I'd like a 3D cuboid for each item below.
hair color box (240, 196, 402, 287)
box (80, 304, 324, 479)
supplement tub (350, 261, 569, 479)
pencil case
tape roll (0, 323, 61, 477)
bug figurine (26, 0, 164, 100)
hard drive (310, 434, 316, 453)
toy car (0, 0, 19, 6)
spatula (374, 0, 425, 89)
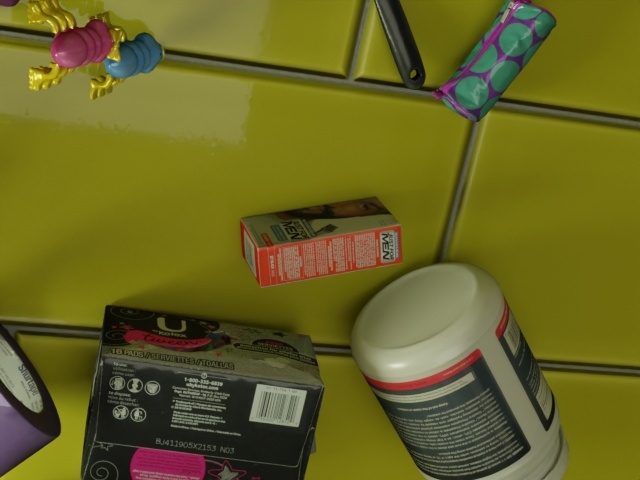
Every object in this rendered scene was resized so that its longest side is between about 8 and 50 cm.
[{"bbox_3d":[0.000,0.000,1.491,0.167,0.093,0.053,-9,114,-14],"label":"hair color box"},{"bbox_3d":[-0.136,0.184,1.484,0.247,0.142,0.163,9,109,-12],"label":"box"},{"bbox_3d":[0.171,0.180,1.563,0.191,0.191,0.272,-31,117,-3],"label":"supplement tub"},{"bbox_3d":[0.197,-0.207,1.481,0.070,0.064,0.152,30,101,-41],"label":"pencil case"},{"bbox_3d":[-0.364,0.154,1.391,0.080,0.189,0.189,-36,117,-1],"label":"tape roll"},{"bbox_3d":[-0.211,-0.259,1.268,0.072,0.216,0.279,10,115,19],"label":"bug figurine"},{"bbox_3d":[-0.057,0.209,1.600,0.094,0.022,0.135,-11,115,-13],"label":"hard drive"},{"bbox_3d":[-0.350,-0.256,1.264,0.182,0.159,0.136,-49,151,7],"label":"toy car"},{"bbox_3d":[0.063,-0.299,1.420,0.084,0.030,0.296,-28,118,-12],"label":"spatula"}]
